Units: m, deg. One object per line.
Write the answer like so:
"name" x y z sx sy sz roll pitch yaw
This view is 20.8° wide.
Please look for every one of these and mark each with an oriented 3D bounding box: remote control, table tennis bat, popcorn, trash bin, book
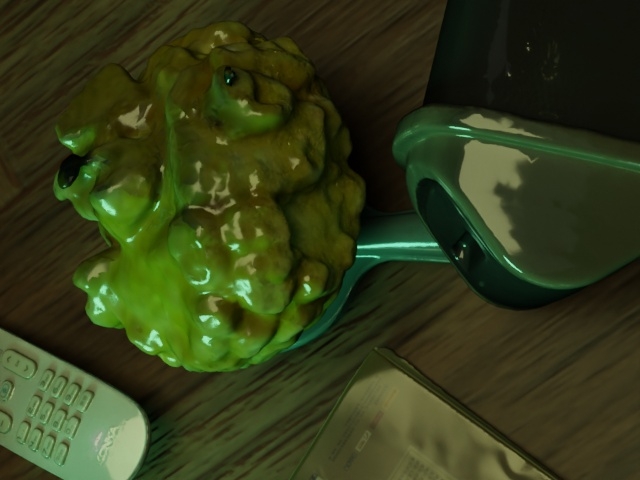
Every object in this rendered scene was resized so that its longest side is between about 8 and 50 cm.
"remote control" -0.205 0.110 1.227 0.229 0.044 0.073 22 91 33
"table tennis bat" 0.000 0.000 1.152 0.244 0.040 0.153 -2 81 28
"popcorn" -0.072 -0.025 1.079 0.189 0.169 0.218 -5 72 31
"trash bin" 0.145 -0.108 0.995 0.182 0.209 0.290 12 83 1
"book" 0.075 0.178 1.107 0.199 0.016 0.138 36 99 23
